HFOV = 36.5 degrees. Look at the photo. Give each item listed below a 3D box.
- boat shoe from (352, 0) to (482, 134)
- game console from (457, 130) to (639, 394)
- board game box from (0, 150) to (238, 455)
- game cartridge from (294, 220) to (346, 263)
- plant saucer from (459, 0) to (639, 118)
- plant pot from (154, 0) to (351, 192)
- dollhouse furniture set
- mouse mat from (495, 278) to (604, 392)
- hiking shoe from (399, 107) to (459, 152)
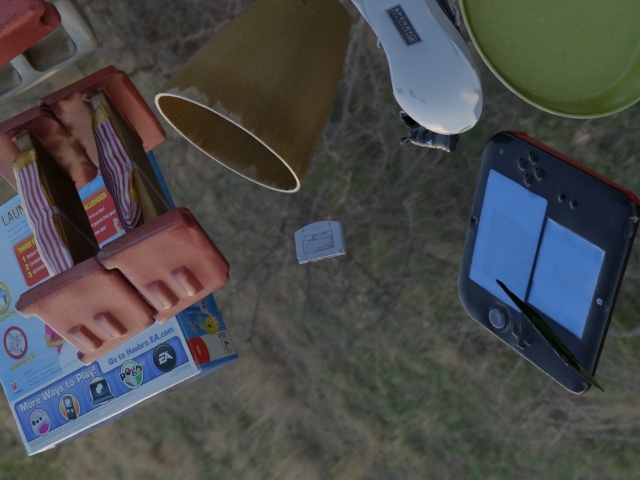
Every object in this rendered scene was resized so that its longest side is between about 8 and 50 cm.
[{"bbox_3d":[0.114,-0.264,1.178,0.113,0.105,0.306,-17,131,32],"label":"boat shoe"},{"bbox_3d":[0.383,0.029,1.701,0.342,0.060,0.386,43,135,48],"label":"game console"},{"bbox_3d":[-0.293,0.072,1.219,0.308,0.086,0.302,-28,80,28],"label":"board game box"},{"bbox_3d":[0.000,0.000,1.438,0.083,0.017,0.056,-13,81,33],"label":"game cartridge"},{"bbox_3d":[0.228,-0.230,0.906,0.241,0.241,0.037,53,163,-8],"label":"plant saucer"},{"bbox_3d":[-0.067,-0.236,1.386,0.237,0.254,0.237,30,167,8],"label":"plant pot"},{"bbox_3d":[-0.226,-0.091,0.735,0.201,0.152,0.374,61,180,36],"label":"dollhouse furniture set"},{"bbox_3d":[0.307,0.128,1.293,0.152,0.007,0.190,54,-169,35],"label":"mouse mat"},{"bbox_3d":[0.204,-0.250,1.779,0.114,0.227,0.086,6,131,9],"label":"hiking shoe"}]
